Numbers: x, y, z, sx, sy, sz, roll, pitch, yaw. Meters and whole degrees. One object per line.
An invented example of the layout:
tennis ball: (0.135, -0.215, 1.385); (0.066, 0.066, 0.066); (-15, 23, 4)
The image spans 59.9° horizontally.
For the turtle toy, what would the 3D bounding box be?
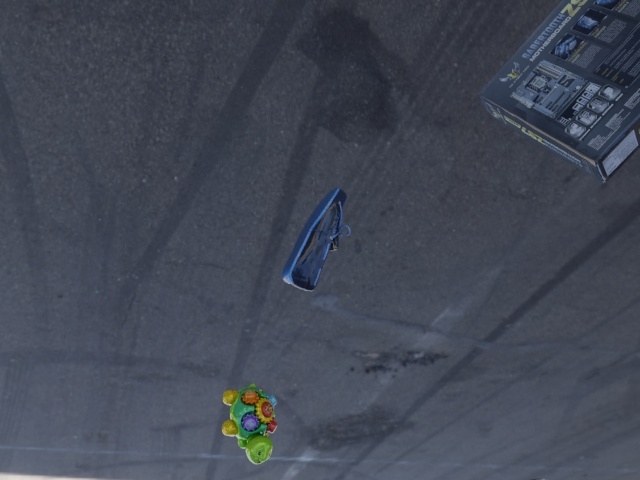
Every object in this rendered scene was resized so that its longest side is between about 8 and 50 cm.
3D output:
turtle toy: (-0.108, 0.299, 0.911); (0.066, 0.130, 0.095); (-25, 145, 32)

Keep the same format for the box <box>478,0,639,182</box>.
box: (0.328, -0.206, 0.633); (0.233, 0.183, 0.059); (-49, 139, 8)

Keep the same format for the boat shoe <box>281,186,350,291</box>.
boat shoe: (0.000, 0.000, 1.281); (0.089, 0.258, 0.109); (33, 164, -14)

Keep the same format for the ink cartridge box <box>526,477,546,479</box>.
ink cartridge box: (0.146, 0.340, 0.420); (0.223, 0.224, 0.045); (-24, 156, -14)
